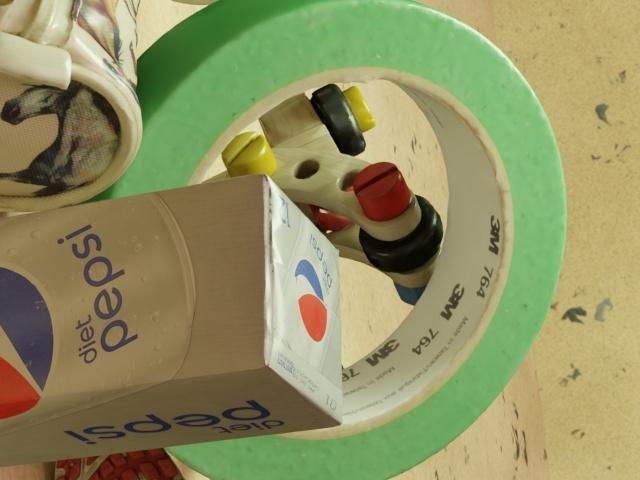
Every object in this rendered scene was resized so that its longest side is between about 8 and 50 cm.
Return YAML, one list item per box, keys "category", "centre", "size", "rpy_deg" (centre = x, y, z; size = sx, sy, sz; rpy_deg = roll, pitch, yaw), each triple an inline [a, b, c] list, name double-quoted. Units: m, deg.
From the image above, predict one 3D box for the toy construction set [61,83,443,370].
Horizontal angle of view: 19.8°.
- category: "toy construction set"
  centre: [-0.079, -0.041, 1.310]
  size: [0.309, 0.257, 0.237]
  rpy_deg: [34, 26, -37]

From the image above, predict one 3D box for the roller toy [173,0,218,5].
- category: "roller toy"
  centre: [-0.087, -0.284, 1.346]
  size: [0.146, 0.209, 0.191]
  rpy_deg: [49, 41, -58]

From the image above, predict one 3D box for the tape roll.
- category: "tape roll"
  centre: [0.000, 0.000, 1.153]
  size: [0.077, 0.321, 0.321]
  rpy_deg: [36, -32, 59]

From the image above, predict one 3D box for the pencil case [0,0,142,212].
- category: "pencil case"
  centre: [-0.164, -0.200, 1.093]
  size: [0.183, 0.159, 0.410]
  rpy_deg: [119, -18, -49]

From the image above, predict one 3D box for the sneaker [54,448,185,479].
- category: "sneaker"
  centre: [-0.116, 0.207, 1.216]
  size: [0.093, 0.088, 0.225]
  rpy_deg: [-133, -160, -68]

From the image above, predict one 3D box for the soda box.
- category: "soda box"
  centre: [-0.138, 0.048, 0.846]
  size: [0.098, 0.286, 0.091]
  rpy_deg: [46, 39, -61]
